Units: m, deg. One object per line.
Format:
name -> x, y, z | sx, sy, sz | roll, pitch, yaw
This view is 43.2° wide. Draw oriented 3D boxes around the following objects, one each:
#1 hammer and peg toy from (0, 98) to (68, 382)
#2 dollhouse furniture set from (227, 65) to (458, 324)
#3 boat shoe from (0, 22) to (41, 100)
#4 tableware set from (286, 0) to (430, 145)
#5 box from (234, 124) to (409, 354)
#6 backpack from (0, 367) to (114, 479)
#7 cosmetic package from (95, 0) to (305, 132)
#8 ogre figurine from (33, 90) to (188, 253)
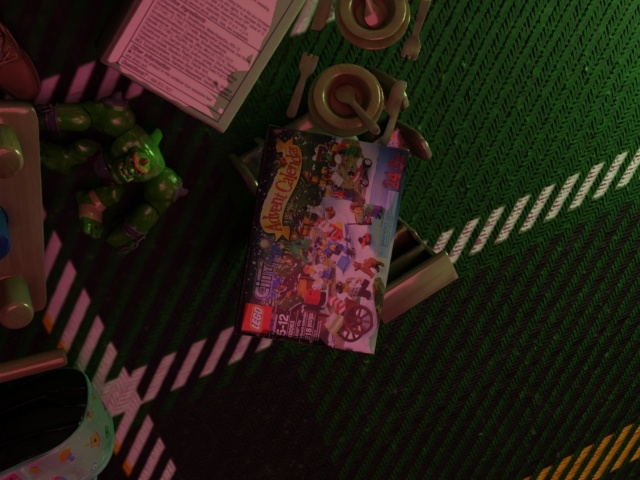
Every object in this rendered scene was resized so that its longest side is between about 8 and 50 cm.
hammer and peg toy -> -0.414, 0.025, 0.845 | 0.266, 0.127, 0.361 | -7, 124, -23
dollhouse furniture set -> 0.045, -0.048, 0.977 | 0.212, 0.161, 0.242 | -32, 119, -5
boat shoe -> -0.340, -0.199, 0.836 | 0.050, 0.045, 0.135 | -35, 119, -3
tableware set -> 0.045, -0.212, 0.912 | 0.128, 0.039, 0.194 | 16, 83, 1
box -> 0.000, 0.000, 0.905 | 0.159, 0.044, 0.233 | 9, 92, -8
backpack -> -0.337, 0.246, 0.958 | 0.188, 0.166, 0.144 | -30, 121, -2
cosmetic package -> -0.096, -0.284, 0.844 | 0.153, 0.129, 0.296 | 30, 100, -27
ogre figurine -> -0.234, -0.085, 0.901 | 0.118, 0.097, 0.197 | -26, 98, 10
